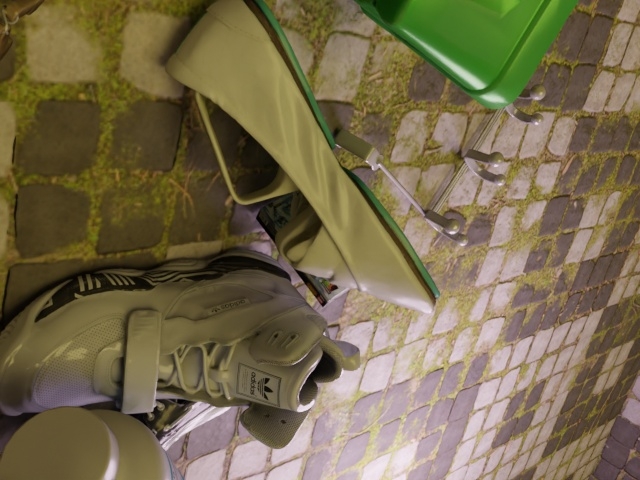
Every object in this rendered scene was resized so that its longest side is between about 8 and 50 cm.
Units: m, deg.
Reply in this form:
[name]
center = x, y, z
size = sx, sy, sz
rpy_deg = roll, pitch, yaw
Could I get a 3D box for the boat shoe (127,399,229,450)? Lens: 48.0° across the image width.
[boat shoe]
center = -0.191, 0.199, 0.842
size = 0.219, 0.077, 0.070
rpy_deg = -31, 135, -39

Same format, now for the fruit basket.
[fruit basket]
center = 0.197, -0.346, 0.716
size = 0.391, 0.283, 0.392
rpy_deg = -25, 142, -21

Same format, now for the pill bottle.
[pill bottle]
center = -0.197, 0.252, 0.664
size = 0.146, 0.146, 0.264
rpy_deg = -38, 146, -21

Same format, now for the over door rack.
[over door rack]
center = 0.188, -0.144, 0.974
size = 0.240, 0.108, 0.324
rpy_deg = -58, 141, -1

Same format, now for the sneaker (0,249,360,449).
[sneaker]
center = -0.133, 0.121, 0.736
size = 0.365, 0.210, 0.138
rpy_deg = -15, 125, -40

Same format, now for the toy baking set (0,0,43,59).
[toy baking set]
center = -0.205, -0.187, 0.492
size = 0.030, 0.196, 0.256
rpy_deg = 39, 88, -20

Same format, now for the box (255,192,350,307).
[box]
center = 0.000, 0.000, 0.858
size = 0.093, 0.137, 0.027
rpy_deg = -31, 167, -30

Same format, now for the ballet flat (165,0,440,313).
[ballet flat]
center = -0.020, -0.055, 0.750
size = 0.139, 0.139, 0.400
rpy_deg = -42, 114, -18
